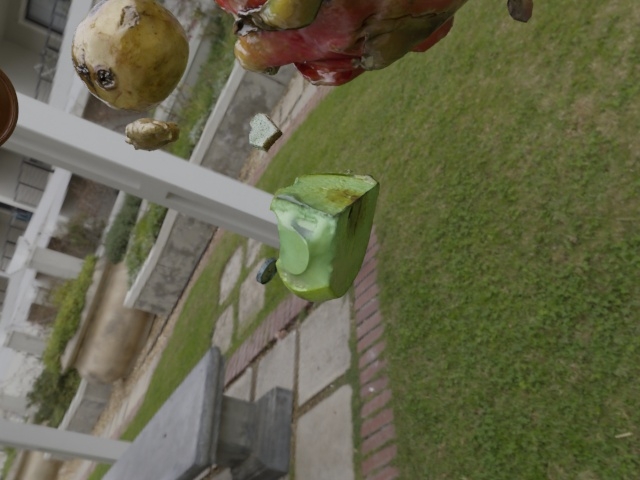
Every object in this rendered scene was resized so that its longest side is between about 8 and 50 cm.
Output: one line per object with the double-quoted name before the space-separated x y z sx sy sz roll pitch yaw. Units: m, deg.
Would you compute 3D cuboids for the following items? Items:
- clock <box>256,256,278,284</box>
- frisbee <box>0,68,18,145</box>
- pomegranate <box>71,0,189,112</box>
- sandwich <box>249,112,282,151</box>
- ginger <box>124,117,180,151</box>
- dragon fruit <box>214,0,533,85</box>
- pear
"clock" -0.146 0.085 1.518 0.085 0.017 0.085 -48 -22 -27
"frisbee" -0.867 -0.330 1.332 0.021 0.251 0.250 18 86 31
"pomegranate" -0.421 -0.419 1.223 0.260 0.260 0.260 -49 29 40
"sandwich" -0.166 -0.307 1.546 0.093 0.036 0.105 -41 65 12
"ginger" -0.542 -0.344 1.761 0.216 0.157 0.102 -23 -84 -83
"dragon fruit" -0.004 -0.270 0.517 0.263 0.296 0.314 -35 80 57
"pear" 0.000 0.000 1.252 0.286 0.176 0.281 -40 -40 -54
